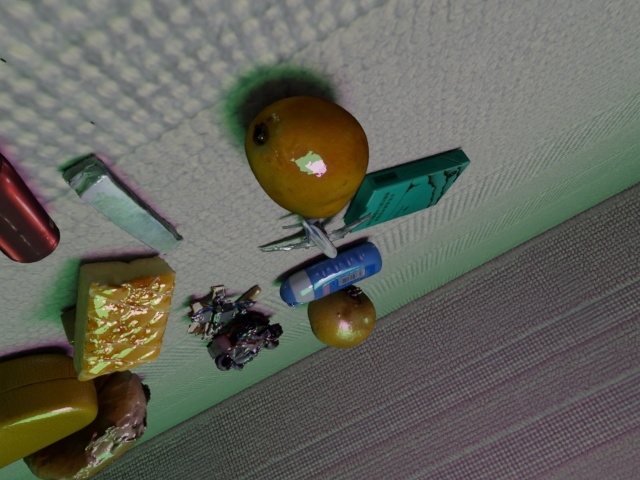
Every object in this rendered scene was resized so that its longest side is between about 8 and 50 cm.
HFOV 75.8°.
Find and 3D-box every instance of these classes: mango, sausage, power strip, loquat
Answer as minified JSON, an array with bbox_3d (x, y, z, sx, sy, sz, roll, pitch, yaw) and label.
[{"bbox_3d":[-0.004,-0.091,0.520,0.138,0.113,0.253,-28,162,5],"label":"mango"},{"bbox_3d":[-0.188,0.151,1.010,0.132,0.024,0.024,-39,157,32],"label":"sausage"},{"bbox_3d":[-0.415,0.189,0.760,0.044,0.064,0.305,-22,159,-25],"label":"power strip"},{"bbox_3d":[0.059,0.221,1.268,0.213,0.213,0.213,-24,160,-9],"label":"loquat"}]

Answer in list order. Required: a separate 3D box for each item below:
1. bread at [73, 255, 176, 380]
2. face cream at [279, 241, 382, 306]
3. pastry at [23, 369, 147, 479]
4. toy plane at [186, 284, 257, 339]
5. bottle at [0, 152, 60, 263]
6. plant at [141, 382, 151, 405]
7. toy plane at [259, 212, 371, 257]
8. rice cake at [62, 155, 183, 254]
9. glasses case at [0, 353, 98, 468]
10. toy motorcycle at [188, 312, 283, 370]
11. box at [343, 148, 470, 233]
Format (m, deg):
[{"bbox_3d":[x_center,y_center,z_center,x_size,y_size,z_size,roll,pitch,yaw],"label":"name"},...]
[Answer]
[{"bbox_3d":[-0.302,0.119,0.633,0.125,0.068,0.188,-7,126,-45],"label":"bread"},{"bbox_3d":[0.022,0.090,1.035,0.264,0.083,0.149,-22,159,-13],"label":"face cream"},{"bbox_3d":[-0.499,0.366,0.861,0.257,0.236,0.121,-32,150,-18],"label":"pastry"},{"bbox_3d":[-0.208,0.158,0.919,0.188,0.062,0.135,3,113,-41],"label":"toy plane"},{"bbox_3d":[-0.297,-0.037,0.373,0.060,0.060,0.164,-19,158,-21],"label":"bottle"},{"bbox_3d":[-0.551,0.468,1.213,0.094,0.092,0.143,22,163,-17],"label":"plant"},{"bbox_3d":[-0.001,-0.003,0.807,0.226,0.058,0.226,-18,168,11],"label":"toy plane"},{"bbox_3d":[-0.228,-0.031,0.504,0.043,0.034,0.211,-33,160,-8],"label":"rice cake"},{"bbox_3d":[-0.604,0.320,0.719,0.371,0.141,0.173,-24,149,-14],"label":"glasses case"},{"bbox_3d":[-0.229,0.273,1.101,0.207,0.134,0.401,-33,164,-2],"label":"toy motorcycle"},{"bbox_3d":[0.169,-0.096,0.826,0.226,0.042,0.161,-19,159,-21],"label":"box"}]
